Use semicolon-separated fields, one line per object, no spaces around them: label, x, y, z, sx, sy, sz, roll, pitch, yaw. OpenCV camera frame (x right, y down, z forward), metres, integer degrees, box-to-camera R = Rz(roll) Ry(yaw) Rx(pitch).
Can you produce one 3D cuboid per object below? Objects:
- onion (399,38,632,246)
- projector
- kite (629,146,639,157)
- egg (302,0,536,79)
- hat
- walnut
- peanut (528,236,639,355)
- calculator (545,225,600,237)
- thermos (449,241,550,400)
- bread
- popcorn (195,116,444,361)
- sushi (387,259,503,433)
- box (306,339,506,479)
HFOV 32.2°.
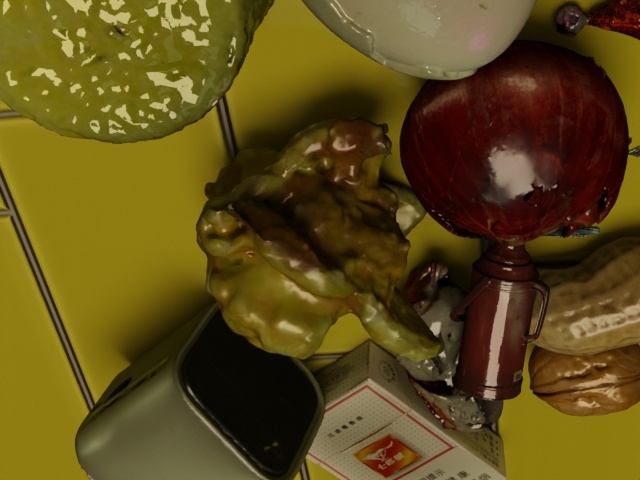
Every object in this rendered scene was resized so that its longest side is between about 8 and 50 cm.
onion;0.230;-0.118;1.316;0.276;0.276;0.276;2;132;2
projector;-0.177;0.272;1.656;0.249;0.248;0.248;-36;102;31
kite;0.463;-0.115;1.450;0.122;0.004;0.090;8;132;-3
egg;0.087;-0.317;1.038;0.278;0.278;0.336;-27;96;25
hat;0.387;-0.253;1.284;0.227;0.129;0.140;2;151;26
walnut;0.394;0.190;1.643;0.180;0.144;0.144;-18;128;23
peanut;0.389;0.079;1.540;0.325;0.153;0.140;-10;165;22
calculator;0.309;-0.015;1.464;0.057;0.172;0.018;8;96;37
thermos;0.244;0.092;1.487;0.124;0.099;0.232;23;115;37
bread;-0.206;-0.283;1.146;0.348;0.308;0.348;5;133;5
popcorn;0.000;0.010;1.439;0.290;0.325;0.321;-9;108;43
sushi;0.188;0.167;1.631;0.130;0.124;0.332;3;139;42
box;0.116;0.321;1.806;0.210;0.095;0.330;-36;119;29
